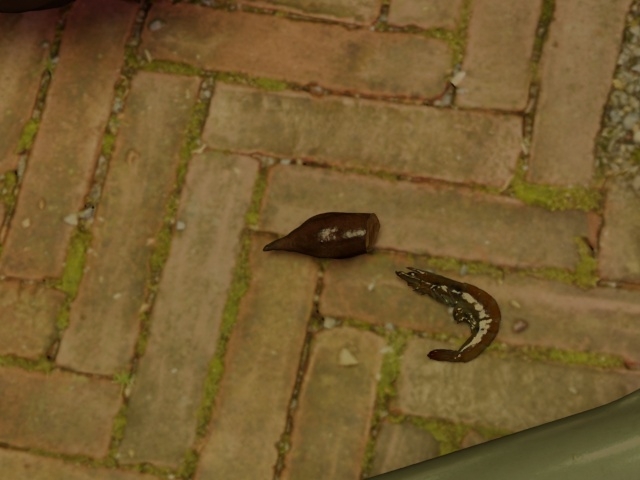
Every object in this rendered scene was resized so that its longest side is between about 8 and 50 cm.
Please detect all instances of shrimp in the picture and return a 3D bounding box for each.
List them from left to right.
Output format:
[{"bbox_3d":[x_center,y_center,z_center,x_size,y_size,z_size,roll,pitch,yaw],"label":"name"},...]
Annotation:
[{"bbox_3d":[0.114,0.072,1.217,0.114,0.023,0.083,26,81,8],"label":"shrimp"}]

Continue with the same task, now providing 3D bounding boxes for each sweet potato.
[{"bbox_3d":[0.000,0.000,1.235,0.117,0.049,0.049,-9,74,10],"label":"sweet potato"}]

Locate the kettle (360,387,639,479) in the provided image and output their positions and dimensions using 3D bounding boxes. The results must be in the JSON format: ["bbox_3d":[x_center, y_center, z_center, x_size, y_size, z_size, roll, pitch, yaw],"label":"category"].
[{"bbox_3d":[0.202,0.320,1.014,0.376,0.250,0.361,-21,82,3],"label":"kettle"}]

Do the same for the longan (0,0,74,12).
[{"bbox_3d":[-0.261,-0.429,1.206,0.436,0.404,0.404,-15,74,4],"label":"longan"}]
